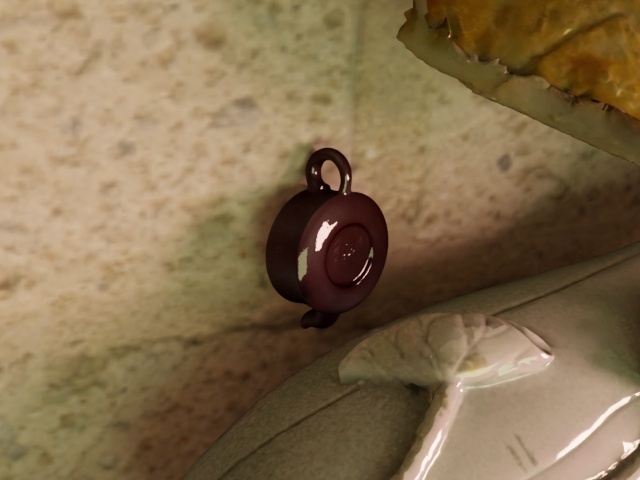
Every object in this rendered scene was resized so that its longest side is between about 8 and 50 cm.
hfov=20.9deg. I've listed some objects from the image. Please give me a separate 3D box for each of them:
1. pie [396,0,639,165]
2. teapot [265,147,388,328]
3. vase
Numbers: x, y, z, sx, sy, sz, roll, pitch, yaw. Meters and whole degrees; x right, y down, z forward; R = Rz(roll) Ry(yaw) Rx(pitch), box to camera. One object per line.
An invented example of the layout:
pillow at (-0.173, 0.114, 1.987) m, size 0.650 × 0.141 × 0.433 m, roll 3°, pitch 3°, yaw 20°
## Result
pie at (0.169, -0.087, 0.828) m, size 0.282 × 0.128 × 0.068 m, roll 25°, pitch 156°, yaw 3°
teapot at (0.000, 0.000, 0.913) m, size 0.068 × 0.045 × 0.100 m, roll -10°, pitch 108°, yaw -45°
vase at (0.133, 0.105, 0.922) m, size 0.445 × 0.250 × 0.250 m, roll -35°, pitch 127°, yaw -7°
